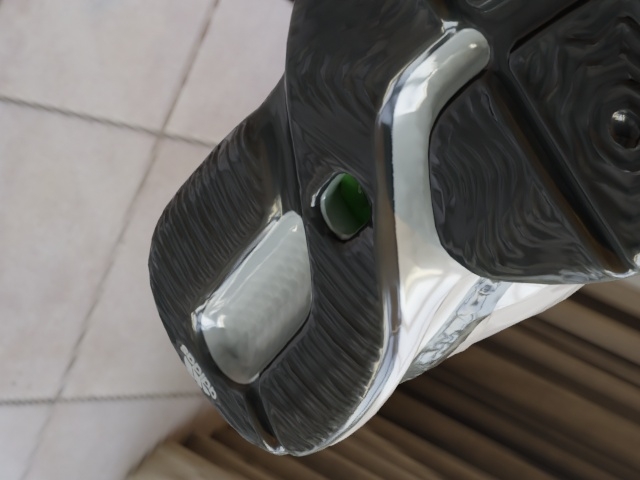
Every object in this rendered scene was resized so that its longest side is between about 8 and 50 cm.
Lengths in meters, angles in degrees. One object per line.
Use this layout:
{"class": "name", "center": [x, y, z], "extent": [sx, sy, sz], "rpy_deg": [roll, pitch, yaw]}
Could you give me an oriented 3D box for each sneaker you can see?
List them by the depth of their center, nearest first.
{"class": "sneaker", "center": [0.119, -0.079, 0.609], "extent": [0.257, 0.169, 0.447], "rpy_deg": [-29, 173, -36]}
